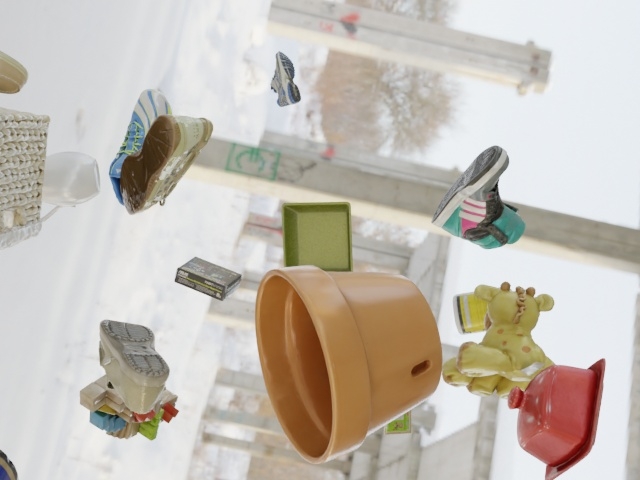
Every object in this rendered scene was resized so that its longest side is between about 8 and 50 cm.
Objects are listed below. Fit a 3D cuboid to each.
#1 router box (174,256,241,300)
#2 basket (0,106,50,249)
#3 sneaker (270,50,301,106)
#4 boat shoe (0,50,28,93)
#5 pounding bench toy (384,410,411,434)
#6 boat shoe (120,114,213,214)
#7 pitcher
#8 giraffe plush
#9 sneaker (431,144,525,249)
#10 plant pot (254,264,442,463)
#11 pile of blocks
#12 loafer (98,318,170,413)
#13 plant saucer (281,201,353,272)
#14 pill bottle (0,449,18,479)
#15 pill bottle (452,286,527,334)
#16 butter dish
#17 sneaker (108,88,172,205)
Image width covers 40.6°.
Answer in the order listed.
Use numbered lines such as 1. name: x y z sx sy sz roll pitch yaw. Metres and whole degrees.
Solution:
1. router box: -0.247 0.084 1.908 0.092 0.122 0.038 -40 148 -67
2. basket: -0.739 -0.141 1.682 0.328 0.331 0.266 -71 171 -82
3. sneaker: -0.089 -0.355 1.910 0.052 0.058 0.135 22 52 -54
4. boat shoe: -0.655 -0.293 1.484 0.109 0.302 0.098 -20 -114 44
5. pounding bench toy: 0.144 0.323 1.674 0.065 0.052 0.083 -116 -156 -75
6. boat shoe: -0.280 -0.128 1.539 0.285 0.089 0.104 -36 -110 51
7. pitcher: -0.620 -0.119 2.020 0.125 0.207 0.177 -103 -172 -53
8. giraffe plush: 0.320 0.164 1.499 0.210 0.181 0.170 -35 -140 51
9. sneaker: 0.377 -0.076 1.884 0.123 0.178 0.295 -61 -177 -31
10. plant pot: 0.046 0.166 1.303 0.291 0.204 0.290 39 -45 55
11. pile of blocks: -0.437 0.415 2.036 0.149 0.113 0.362 -63 157 -5
12. loafer: -0.330 0.210 1.479 0.268 0.102 0.092 36 -69 64
13. plant saucer: 0.000 0.000 2.094 0.045 0.188 0.188 -10 99 -63
14. pill bottle: -0.490 0.370 1.125 0.219 0.123 0.122 -82 -175 -67
15. pill bottle: 0.420 0.168 2.106 0.103 0.184 0.103 -10 90 -75
16. butter dish: 0.330 0.247 1.258 0.160 0.118 0.159 109 3 -57
17. sneaker: -0.349 -0.172 1.680 0.126 0.091 0.240 -46 144 -72
